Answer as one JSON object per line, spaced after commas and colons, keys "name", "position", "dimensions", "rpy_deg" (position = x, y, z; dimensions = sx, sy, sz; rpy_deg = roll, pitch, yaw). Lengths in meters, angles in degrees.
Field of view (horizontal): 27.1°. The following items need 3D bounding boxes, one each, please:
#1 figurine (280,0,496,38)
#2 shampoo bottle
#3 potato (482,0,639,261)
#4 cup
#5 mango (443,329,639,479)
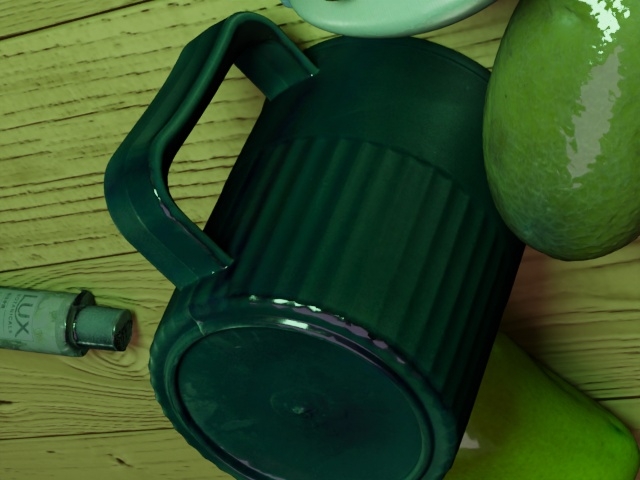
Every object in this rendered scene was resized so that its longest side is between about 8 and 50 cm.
{"name": "figurine", "position": [0.026, -0.314, 0.758], "dimensions": [0.224, 0.205, 0.382], "rpy_deg": [7, 122, 44]}
{"name": "shampoo bottle", "position": [-0.294, 0.081, 1.350], "dimensions": [0.214, 0.072, 0.072], "rpy_deg": [4, 133, 19]}
{"name": "potato", "position": [0.190, -0.103, 0.884], "dimensions": [0.159, 0.174, 0.251], "rpy_deg": [0, 133, 1]}
{"name": "cup", "position": [0.018, 0.003, 0.978], "dimensions": [0.242, 0.292, 0.308], "rpy_deg": [3, 134, 21]}
{"name": "mango", "position": [0.146, 0.174, 1.197], "dimensions": [0.273, 0.149, 0.185], "rpy_deg": [35, 134, -19]}
